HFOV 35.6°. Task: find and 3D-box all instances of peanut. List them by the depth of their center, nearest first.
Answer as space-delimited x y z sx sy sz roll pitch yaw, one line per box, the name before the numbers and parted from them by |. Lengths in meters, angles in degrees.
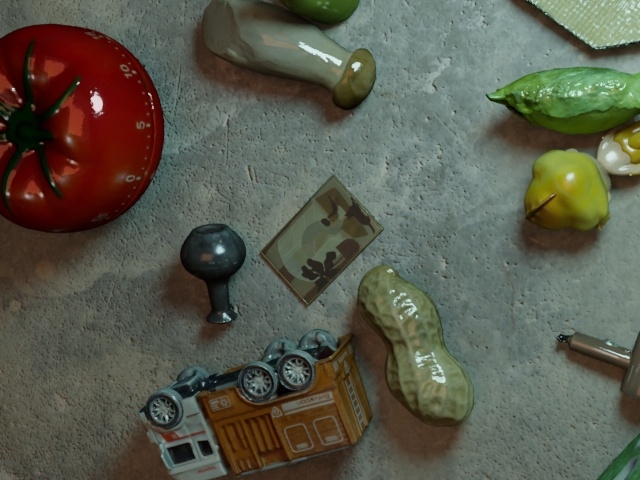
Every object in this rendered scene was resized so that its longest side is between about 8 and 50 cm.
peanut | 0.154 0.180 1.686 0.136 0.120 0.298 -27 80 15

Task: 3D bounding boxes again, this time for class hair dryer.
hair dryer | 0.469 0.178 1.600 0.181 0.064 0.117 19 98 24

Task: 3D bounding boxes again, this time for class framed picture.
framed picture | 0.000 0.000 1.793 0.201 0.010 0.136 -46 78 16

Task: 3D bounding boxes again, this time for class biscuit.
biscuit | 0.438 -0.396 1.592 0.250 0.046 0.147 40 104 16

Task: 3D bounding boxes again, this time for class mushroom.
mushroom | -0.065 -0.338 1.748 0.350 0.128 0.128 27 101 13

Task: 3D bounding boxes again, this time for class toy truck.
toy truck | -0.112 0.305 1.763 0.387 0.173 0.207 -18 95 18

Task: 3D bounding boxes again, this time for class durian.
durian | 0.395 -0.226 1.566 0.250 0.139 0.101 5 80 26

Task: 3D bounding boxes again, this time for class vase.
vase | -0.189 0.065 1.821 0.120 0.120 0.183 0 109 21

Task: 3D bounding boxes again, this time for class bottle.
bottle | -0.020 -0.429 1.648 0.112 0.260 0.112 1 93 21

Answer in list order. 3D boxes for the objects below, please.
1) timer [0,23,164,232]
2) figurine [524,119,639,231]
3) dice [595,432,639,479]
timer | -0.469 -0.202 1.820 0.378 0.279 0.378 2 95 22
figurine | 0.426 -0.101 1.576 0.246 0.131 0.156 -37 74 4
dice | 0.559 0.439 1.434 0.318 0.330 0.322 42 105 9
